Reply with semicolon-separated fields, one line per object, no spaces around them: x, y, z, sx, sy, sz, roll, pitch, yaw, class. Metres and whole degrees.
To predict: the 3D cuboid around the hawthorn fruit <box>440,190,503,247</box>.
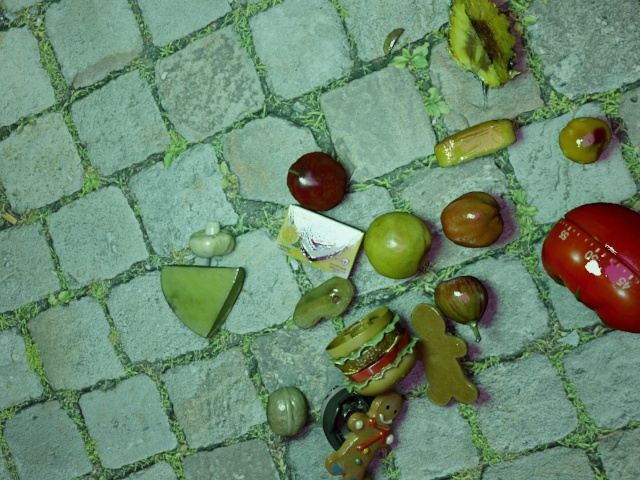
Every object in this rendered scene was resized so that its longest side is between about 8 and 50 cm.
0.454;-0.060;1.716;0.189;0.189;0.189;1;94;11;hawthorn fruit

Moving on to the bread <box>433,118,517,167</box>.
0.466;-0.299;1.734;0.245;0.102;0.094;-20;97;13;bread

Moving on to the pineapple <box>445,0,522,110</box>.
0.485;-0.585;1.708;0.161;0.158;0.335;-35;91;-27;pineapple

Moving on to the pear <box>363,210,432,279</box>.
0.231;0.011;1.748;0.208;0.209;0.209;1;94;11;pear

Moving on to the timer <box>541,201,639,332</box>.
0.796;0.069;1.550;0.378;0.378;0.279;44;103;5;timer

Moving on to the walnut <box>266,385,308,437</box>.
-0.110;0.563;1.890;0.140;0.140;0.162;2;105;11;walnut

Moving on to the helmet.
0.088;0.571;1.839;0.198;0.154;0.253;-30;126;-22;helmet

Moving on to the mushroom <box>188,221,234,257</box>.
-0.358;-0.003;1.890;0.154;0.154;0.123;4;100;11;mushroom

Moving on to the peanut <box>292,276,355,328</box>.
0.008;0.207;1.854;0.236;0.110;0.120;-37;104;13;peanut

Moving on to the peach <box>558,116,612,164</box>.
0.764;-0.294;1.661;0.138;0.138;0.138;1;94;11;peach

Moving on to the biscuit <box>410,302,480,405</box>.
0.377;0.350;1.781;0.216;0.047;0.340;-21;91;43;biscuit

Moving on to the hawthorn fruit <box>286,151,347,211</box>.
-0.023;-0.191;1.780;0.189;0.251;0.190;-10;69;27;hawthorn fruit

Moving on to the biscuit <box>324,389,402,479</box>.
0.151;0.609;1.778;0.324;0.049;0.205;-52;125;-9;biscuit

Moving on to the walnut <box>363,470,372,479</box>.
0.112;0.845;1.882;0.115;0.116;0.207;13;103;10;walnut

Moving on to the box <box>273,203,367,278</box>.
0.000;0.000;1.846;0.265;0.097;0.168;24;99;9;box

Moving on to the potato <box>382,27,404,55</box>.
0.221;-0.629;1.789;0.037;0.036;0.093;35;100;4;potato

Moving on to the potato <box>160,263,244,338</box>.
-0.410;0.149;1.934;0.255;0.112;0.270;29;96;12;potato

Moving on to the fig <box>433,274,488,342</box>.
0.446;0.189;1.741;0.202;0.148;0.149;44;92;14;fig

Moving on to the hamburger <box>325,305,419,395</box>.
0.170;0.352;1.754;0.274;0.274;0.212;-34;91;12;hamburger
